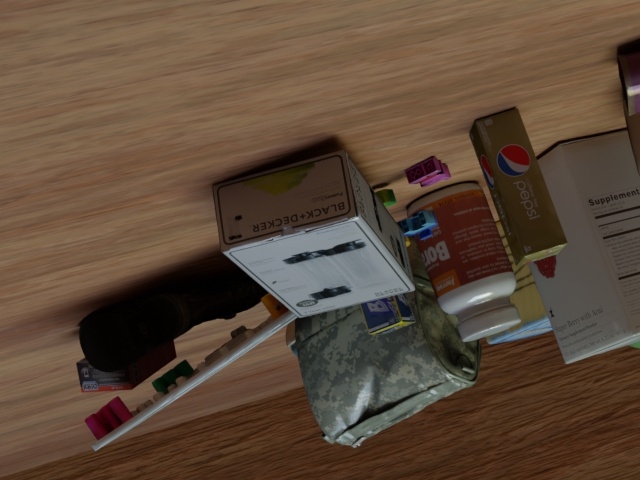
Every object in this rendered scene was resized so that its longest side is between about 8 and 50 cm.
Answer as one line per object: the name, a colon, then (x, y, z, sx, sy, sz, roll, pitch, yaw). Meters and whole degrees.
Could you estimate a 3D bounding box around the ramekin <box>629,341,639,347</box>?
ramekin: (0.546, 0.013, 2.099, 0.148, 0.303, 0.303, 35, 139, -23)

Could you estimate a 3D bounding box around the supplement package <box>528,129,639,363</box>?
supplement package: (0.422, 0.007, 1.875, 0.175, 0.293, 0.177, -13, 167, -27)

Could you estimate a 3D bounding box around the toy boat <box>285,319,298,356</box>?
toy boat: (0.107, 0.159, 2.422, 0.318, 0.148, 0.267, -9, 165, -35)

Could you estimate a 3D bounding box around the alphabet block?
alphabet block: (0.387, 0.059, 2.284, 0.193, 0.197, 0.192, -28, 166, 37)

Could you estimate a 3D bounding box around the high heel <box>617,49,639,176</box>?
high heel: (0.475, -0.163, 1.581, 0.181, 0.127, 0.377, -13, 167, 13)

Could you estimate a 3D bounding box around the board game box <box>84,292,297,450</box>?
board game box: (-0.140, 0.157, 1.913, 0.390, 0.050, 0.390, -34, 178, 9)

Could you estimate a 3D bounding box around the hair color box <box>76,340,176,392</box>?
hair color box: (-0.307, 0.191, 2.023, 0.093, 0.053, 0.167, -6, -171, 20)

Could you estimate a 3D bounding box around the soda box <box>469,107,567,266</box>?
soda box: (0.242, -0.064, 1.557, 0.058, 0.181, 0.061, -18, 168, -5)

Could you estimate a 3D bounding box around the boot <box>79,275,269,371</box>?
boot: (-0.213, 0.118, 1.930, 0.263, 0.091, 0.229, -19, 178, 37)

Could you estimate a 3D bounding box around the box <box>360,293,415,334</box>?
box: (0.080, 0.050, 1.852, 0.059, 0.168, 0.054, -23, 167, 24)

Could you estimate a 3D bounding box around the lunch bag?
lunch bag: (0.111, 0.179, 2.107, 0.305, 0.256, 0.213, -31, 136, 32)

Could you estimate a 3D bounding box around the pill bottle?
pill bottle: (0.216, 0.034, 1.869, 0.121, 0.216, 0.121, -18, 167, -4)

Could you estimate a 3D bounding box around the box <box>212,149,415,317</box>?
box: (0.000, 0.000, 1.545, 0.169, 0.087, 0.290, -15, 158, 14)

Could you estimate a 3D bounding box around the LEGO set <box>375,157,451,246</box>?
LEGO set: (0.100, -0.028, 1.738, 0.227, 0.087, 0.093, -25, 166, 34)
